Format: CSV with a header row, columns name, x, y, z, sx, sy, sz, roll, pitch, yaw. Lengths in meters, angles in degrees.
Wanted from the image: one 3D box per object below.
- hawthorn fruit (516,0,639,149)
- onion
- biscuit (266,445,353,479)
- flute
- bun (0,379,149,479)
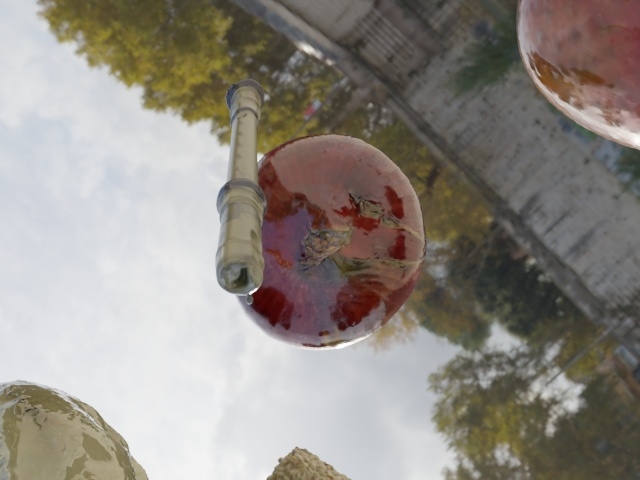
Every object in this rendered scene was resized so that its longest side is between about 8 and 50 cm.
name,x,y,z,sx,sy,sz,roll,pitch,yaw
hawthorn fruit,0.280,-0.179,0.665,0.231,0.235,0.263,-15,-155,-42
onion,-0.001,0.000,1.006,0.248,0.248,0.161,52,-164,25
biscuit,0.011,0.329,1.110,0.168,0.082,0.070,33,-176,10
flute,-0.041,-0.038,0.470,0.027,0.027,0.233,38,-160,-20
bun,-0.316,0.324,0.941,0.234,0.326,0.362,40,175,-36
